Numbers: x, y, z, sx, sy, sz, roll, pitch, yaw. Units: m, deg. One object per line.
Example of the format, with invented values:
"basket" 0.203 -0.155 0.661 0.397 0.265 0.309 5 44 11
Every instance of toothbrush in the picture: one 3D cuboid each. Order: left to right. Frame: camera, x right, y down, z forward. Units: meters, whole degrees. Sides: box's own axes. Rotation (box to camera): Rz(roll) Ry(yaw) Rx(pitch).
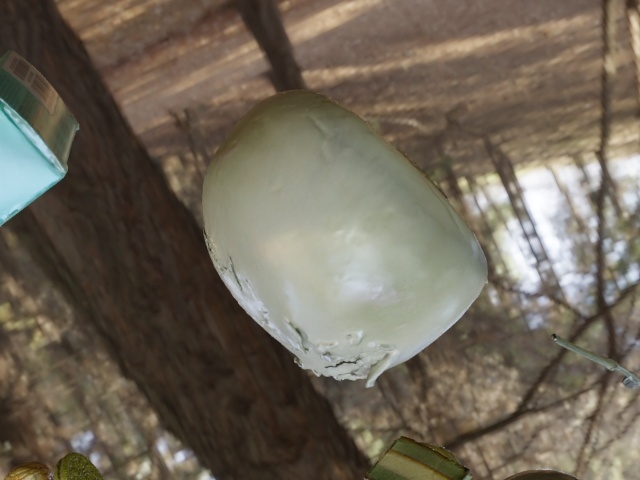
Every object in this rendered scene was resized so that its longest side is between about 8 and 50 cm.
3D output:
"toothbrush" 0.492 0.212 1.999 0.028 0.294 0.026 -45 -137 16

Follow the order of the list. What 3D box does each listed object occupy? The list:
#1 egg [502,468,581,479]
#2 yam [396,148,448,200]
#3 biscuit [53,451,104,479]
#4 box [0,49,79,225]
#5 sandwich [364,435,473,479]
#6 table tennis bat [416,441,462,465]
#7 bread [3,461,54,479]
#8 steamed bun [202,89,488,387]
"egg" 0.340 0.477 1.789 0.269 0.219 0.219 -40 176 40
"yam" 0.110 -0.104 1.879 0.259 0.106 0.106 18 -145 36
"biscuit" -0.282 0.290 1.335 0.023 0.084 0.084 -32 -174 12
"box" -0.402 -0.045 1.146 0.311 0.118 0.205 -37 -161 6
"sandwich" 0.135 0.328 1.361 0.113 0.163 0.079 20 -127 42
"table tennis bat" 0.175 0.482 1.778 0.224 0.054 0.369 -46 -135 17
"bread" -0.348 0.326 1.387 0.083 0.111 0.044 -29 175 23
"steamed bun" 0.000 0.000 1.248 0.233 0.312 0.334 -46 -175 -6
